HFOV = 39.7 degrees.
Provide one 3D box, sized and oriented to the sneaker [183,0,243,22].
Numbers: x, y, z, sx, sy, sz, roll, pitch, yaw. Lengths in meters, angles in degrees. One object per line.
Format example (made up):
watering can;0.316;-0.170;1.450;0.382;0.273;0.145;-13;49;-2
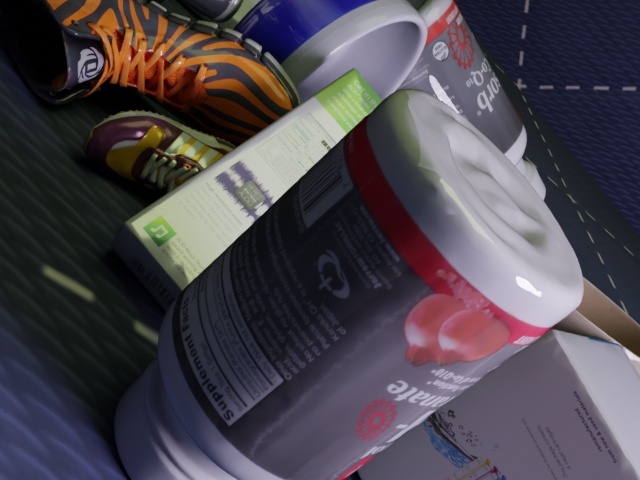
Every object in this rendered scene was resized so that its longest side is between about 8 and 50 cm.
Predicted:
sneaker;-0.162;-0.353;1.008;0.118;0.083;0.222;19;37;-43

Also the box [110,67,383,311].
box;0.000;0.000;0.837;0.232;0.058;0.322;50;56;1

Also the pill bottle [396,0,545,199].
pill bottle;0.189;-0.185;1.372;0.363;0.210;0.210;55;21;-21

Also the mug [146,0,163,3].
mug;-0.243;-0.373;1.124;0.158;0.097;0.129;45;25;-6

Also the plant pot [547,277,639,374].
plant pot;0.238;0.130;1.015;0.284;0.191;0.284;34;15;-10

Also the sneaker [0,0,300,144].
sneaker;-0.183;-0.167;0.890;0.321;0.124;0.180;29;31;2

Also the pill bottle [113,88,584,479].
pill bottle;0.002;0.063;0.607;0.176;0.318;0.176;37;27;-22

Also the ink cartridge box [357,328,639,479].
ink cartridge box;0.189;0.216;0.796;0.171;0.233;0.168;14;43;-52

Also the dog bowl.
dog bowl;-0.004;-0.210;1.074;0.104;0.265;0.265;52;24;13

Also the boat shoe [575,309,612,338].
boat shoe;0.351;0.166;1.208;0.156;0.187;0.500;2;46;-51

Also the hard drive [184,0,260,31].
hard drive;-0.083;-0.331;1.389;0.353;0.047;0.233;40;26;-19

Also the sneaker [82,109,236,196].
sneaker;-0.136;-0.068;0.858;0.186;0.069;0.084;8;37;-41
